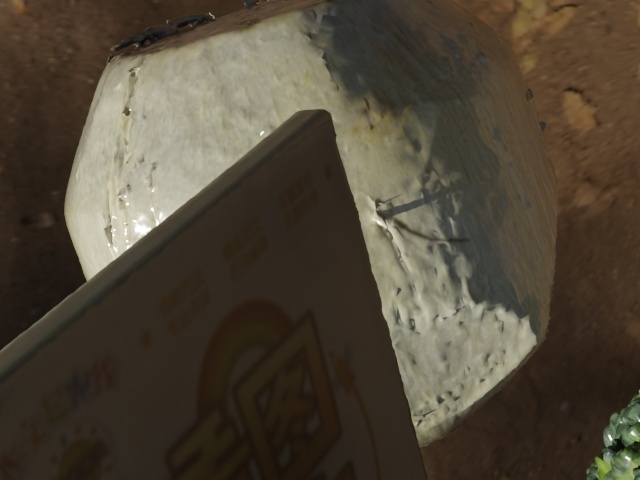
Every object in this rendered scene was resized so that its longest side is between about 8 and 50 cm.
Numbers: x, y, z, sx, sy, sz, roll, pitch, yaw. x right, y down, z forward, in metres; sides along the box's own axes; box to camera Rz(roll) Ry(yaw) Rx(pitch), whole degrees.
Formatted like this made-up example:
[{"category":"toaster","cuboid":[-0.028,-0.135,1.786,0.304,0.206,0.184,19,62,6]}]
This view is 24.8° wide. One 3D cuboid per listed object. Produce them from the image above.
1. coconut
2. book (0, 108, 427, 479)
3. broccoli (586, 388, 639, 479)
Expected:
[{"category":"coconut","cuboid":[0.000,0.000,1.059,0.346,0.346,0.360,-12,106,20]},{"category":"book","cuboid":[-0.016,0.130,0.497,0.020,0.208,0.295,0,118,33]},{"category":"broccoli","cuboid":[0.292,0.182,0.922,0.245,0.288,0.248,38,77,-3]}]
